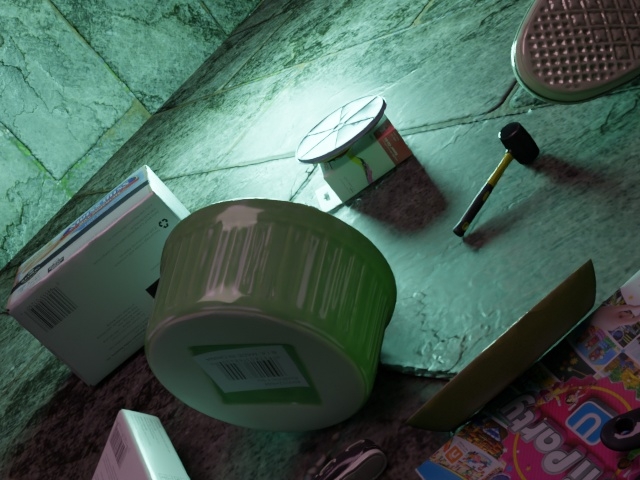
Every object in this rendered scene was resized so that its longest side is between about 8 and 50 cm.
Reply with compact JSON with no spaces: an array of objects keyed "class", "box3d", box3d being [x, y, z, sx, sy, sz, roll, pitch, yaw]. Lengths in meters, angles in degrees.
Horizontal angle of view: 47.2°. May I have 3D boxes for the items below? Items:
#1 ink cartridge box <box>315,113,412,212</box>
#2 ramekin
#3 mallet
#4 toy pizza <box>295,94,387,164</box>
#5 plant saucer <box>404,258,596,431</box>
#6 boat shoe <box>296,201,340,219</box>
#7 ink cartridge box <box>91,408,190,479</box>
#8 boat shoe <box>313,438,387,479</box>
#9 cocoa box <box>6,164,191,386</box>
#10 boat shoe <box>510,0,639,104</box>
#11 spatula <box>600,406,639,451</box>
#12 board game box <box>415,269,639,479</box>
[{"class":"ink cartridge box","box3d":[0.061,-0.147,1.369,0.198,0.067,0.115,-35,26,8]},{"class":"ramekin","box3d":[-0.064,0.106,0.892,0.303,0.303,0.148,-22,38,32]},{"class":"mallet","box3d":[0.255,-0.079,1.064,0.189,0.062,0.039,-60,29,-8]},{"class":"toy pizza","box3d":[0.041,-0.201,1.369,0.201,0.032,0.201,-29,26,16]},{"class":"plant saucer","box3d":[0.184,0.112,0.716,0.241,0.037,0.241,-39,-16,-13]},{"class":"boat shoe","box3d":[0.000,0.000,1.205,0.095,0.079,0.254,-37,26,4]},{"class":"ink cartridge box","box3d":[-0.250,0.395,0.926,0.296,0.066,0.261,29,96,62]},{"class":"boat shoe","box3d":[0.015,0.266,0.808,0.125,0.046,0.038,-39,26,-6]},{"class":"cocoa box","box3d":[-0.394,0.060,1.443,0.347,0.231,0.228,-39,25,-1]},{"class":"boat shoe","box3d":[0.431,-0.341,1.076,0.500,0.187,0.156,-47,-5,-28]},{"class":"spatula","box3d":[0.334,0.083,0.497,0.297,0.030,0.084,-29,30,16]},{"class":"board game box","box3d":[0.258,0.173,0.589,0.303,0.097,0.224,-41,25,-3]}]
